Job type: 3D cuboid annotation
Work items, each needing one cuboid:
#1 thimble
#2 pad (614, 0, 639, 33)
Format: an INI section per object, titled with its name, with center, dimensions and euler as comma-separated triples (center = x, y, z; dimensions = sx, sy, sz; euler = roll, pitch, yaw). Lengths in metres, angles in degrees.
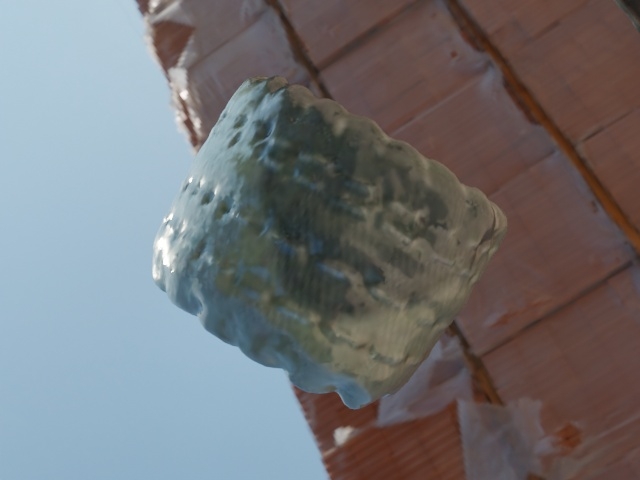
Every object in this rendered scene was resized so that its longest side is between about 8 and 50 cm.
[thimble]
center = 0.000, 0.000, 0.649
dimensions = 0.205, 0.172, 0.250
euler = 27, -175, -26
[pad]
center = 0.228, -0.062, 0.199
dimensions = 0.284, 0.286, 0.018
euler = 48, -129, -8
